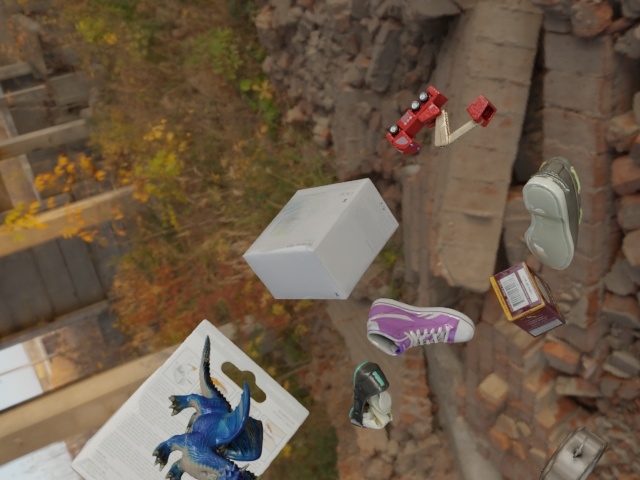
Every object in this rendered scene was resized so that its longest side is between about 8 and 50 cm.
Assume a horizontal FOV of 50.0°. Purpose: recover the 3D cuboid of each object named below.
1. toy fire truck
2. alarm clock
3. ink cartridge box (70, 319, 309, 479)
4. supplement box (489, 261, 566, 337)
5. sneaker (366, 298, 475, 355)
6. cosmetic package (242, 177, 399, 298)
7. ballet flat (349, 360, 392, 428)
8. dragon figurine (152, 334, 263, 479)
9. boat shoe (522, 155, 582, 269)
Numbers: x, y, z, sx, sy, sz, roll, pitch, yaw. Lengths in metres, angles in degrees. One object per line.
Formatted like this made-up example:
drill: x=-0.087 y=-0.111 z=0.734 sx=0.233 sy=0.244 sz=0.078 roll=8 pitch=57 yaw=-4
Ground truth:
toy fire truck: x=0.232 y=-0.228 z=1.345 sx=0.192 sy=0.047 sz=0.135 roll=-47 pitch=58 yaw=18
alarm clock: x=0.416 y=0.363 z=1.132 sx=0.064 sy=0.129 sz=0.192 roll=37 pitch=159 yaw=28
ink cartridge box: x=-0.262 y=0.405 z=1.419 sx=0.308 sy=0.385 sz=0.091 roll=43 pitch=163 yaw=-4
supplement box: x=0.443 y=0.129 z=1.459 sx=0.188 sy=0.081 sz=0.104 roll=29 pitch=-143 yaw=-53
sneaker: x=0.258 y=0.251 z=1.787 sx=0.161 sy=0.282 sz=0.102 roll=-69 pitch=-16 yaw=-54
cosmetic package: x=0.000 y=0.000 z=1.433 sx=0.224 sy=0.224 sz=0.138 roll=-5 pitch=129 yaw=47
ballet flat: x=0.122 y=0.396 z=1.647 sx=0.096 sy=0.095 sz=0.280 roll=41 pitch=155 yaw=30
dragon figurine: x=-0.120 y=0.239 z=0.881 sx=0.289 sy=0.144 sz=0.085 roll=-80 pitch=-22 yaw=-58
boat shoe: x=0.480 y=-0.048 z=1.401 sx=0.109 sy=0.091 sz=0.305 roll=24 pitch=157 yaw=33
